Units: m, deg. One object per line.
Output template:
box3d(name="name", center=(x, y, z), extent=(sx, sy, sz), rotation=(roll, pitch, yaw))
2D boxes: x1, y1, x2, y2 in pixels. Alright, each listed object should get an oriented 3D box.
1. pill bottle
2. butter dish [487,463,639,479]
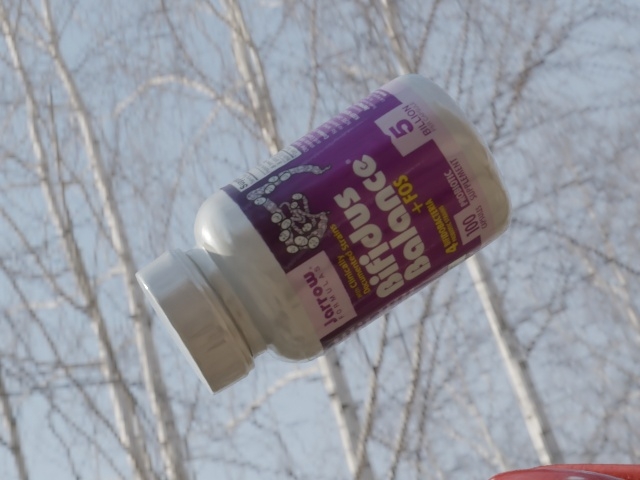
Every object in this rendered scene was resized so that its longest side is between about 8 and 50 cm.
box3d(name="pill bottle", center=(0.000, 0.000, 1.330), extent=(0.301, 0.169, 0.169), rotation=(-34, -51, -9))
box3d(name="butter dish", center=(0.131, 0.189, 0.892), extent=(0.160, 0.160, 0.118), rotation=(-7, -31, 47))
